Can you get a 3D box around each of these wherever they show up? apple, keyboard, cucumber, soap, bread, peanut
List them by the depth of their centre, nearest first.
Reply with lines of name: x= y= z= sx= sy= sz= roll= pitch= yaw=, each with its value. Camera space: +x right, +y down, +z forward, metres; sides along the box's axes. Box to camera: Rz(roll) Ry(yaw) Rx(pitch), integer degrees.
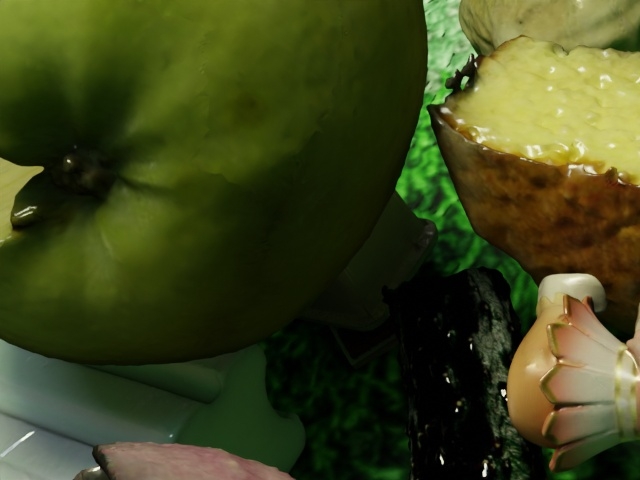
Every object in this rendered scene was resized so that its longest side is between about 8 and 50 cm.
cucumber: x=0.072 y=0.125 z=0.604 sx=0.081 sy=0.072 sz=0.303 roll=-8 pitch=40 yaw=6
apple: x=-0.071 y=-0.064 z=0.640 sx=0.295 sy=0.233 sz=0.258 roll=-52 pitch=14 yaw=28
bread: x=0.187 y=-0.014 z=0.643 sx=0.260 sy=0.134 sz=0.129 roll=17 pitch=40 yaw=20
soap: x=-0.171 y=0.120 z=0.751 sx=0.289 sy=0.095 sz=0.173 roll=10 pitch=49 yaw=40
keyboard: x=0.016 y=0.019 z=0.815 sx=0.055 sy=0.017 sz=0.166 roll=-30 pitch=36 yaw=-1
peanut: x=0.168 y=-0.199 z=0.897 sx=0.136 sy=0.120 sz=0.298 roll=-9 pitch=38 yaw=18

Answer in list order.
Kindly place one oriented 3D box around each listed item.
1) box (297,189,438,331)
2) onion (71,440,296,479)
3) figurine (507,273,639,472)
box: x=0.000 y=0.000 z=0.783 sx=0.122 sy=0.062 sz=0.089 roll=7 pitch=53 yaw=43
onion: x=-0.053 y=0.227 z=0.504 sx=0.349 sy=0.159 sz=0.267 roll=148 pitch=133 yaw=-65
figurine: x=0.178 y=0.079 z=0.559 sx=0.195 sy=0.111 sz=0.102 roll=3 pitch=34 yaw=29
